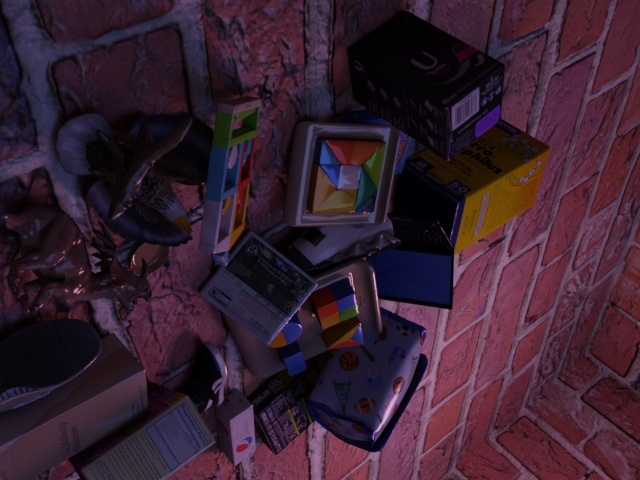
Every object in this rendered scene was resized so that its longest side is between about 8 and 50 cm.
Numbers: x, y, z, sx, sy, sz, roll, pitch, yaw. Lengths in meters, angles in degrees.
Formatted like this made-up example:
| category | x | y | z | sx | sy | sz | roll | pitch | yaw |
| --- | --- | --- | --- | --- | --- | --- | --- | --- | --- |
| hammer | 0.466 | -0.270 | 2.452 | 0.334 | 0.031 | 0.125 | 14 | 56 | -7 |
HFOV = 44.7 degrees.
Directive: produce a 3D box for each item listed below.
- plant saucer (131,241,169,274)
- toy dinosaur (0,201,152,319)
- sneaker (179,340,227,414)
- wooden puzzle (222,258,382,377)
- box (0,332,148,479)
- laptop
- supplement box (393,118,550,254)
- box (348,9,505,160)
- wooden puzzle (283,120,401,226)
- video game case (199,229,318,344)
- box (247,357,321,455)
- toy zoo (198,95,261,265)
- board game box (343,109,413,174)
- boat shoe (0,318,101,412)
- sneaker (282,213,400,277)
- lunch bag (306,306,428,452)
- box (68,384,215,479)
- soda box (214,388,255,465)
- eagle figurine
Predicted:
| category | x | y | z | sx | sy | sz | roll | pitch | yaw |
| --- | --- | --- | --- | --- | --- | --- | --- | --- | --- |
| plant saucer | -0.322 | 0.027 | 1.457 | 0.083 | 0.015 | 0.083 | -31 | 143 | -27 |
| toy dinosaur | -0.413 | 0.016 | 1.246 | 0.200 | 0.127 | 0.296 | -41 | 138 | -21 |
| sneaker | -0.278 | 0.329 | 1.749 | 0.121 | 0.079 | 0.217 | -30 | 143 | -31 |
| wooden puzzle | -0.024 | 0.206 | 1.808 | 0.347 | 0.080 | 0.322 | -19 | 144 | -5 |
| box | -0.487 | 0.318 | 1.446 | 0.311 | 0.121 | 0.148 | -28 | 142 | -32 |
| laptop | 0.188 | 0.045 | 1.862 | 0.264 | 0.234 | 0.137 | 47 | 54 | -57 |
| supplement box | 0.383 | -0.143 | 1.980 | 0.356 | 0.194 | 0.195 | -29 | 142 | -31 |
| box | 0.206 | -0.309 | 1.527 | 0.165 | 0.270 | 0.143 | -38 | 145 | -20 |
| wooden puzzle | 0.049 | -0.133 | 1.613 | 0.238 | 0.044 | 0.221 | -1 | 110 | -26 |
| video game case | -0.130 | 0.101 | 1.649 | 0.190 | 0.022 | 0.173 | 39 | 91 | -15 |
| box | -0.084 | 0.447 | 2.122 | 0.216 | 0.060 | 0.270 | -39 | 146 | -18 |
| toy zoo | -0.157 | -0.098 | 1.348 | 0.192 | 0.030 | 0.293 | -56 | 157 | -73 |
| board game box | 0.122 | -0.214 | 1.728 | 0.210 | 0.047 | 0.160 | -16 | 134 | -42 |
| boat shoe | -0.533 | 0.233 | 1.334 | 0.320 | 0.118 | 0.103 | -30 | 179 | -33 |
| sneaker | 0.000 | 0.000 | 1.751 | 0.330 | 0.146 | 0.122 | -20 | 168 | -7 |
| lunch bag | 0.135 | 0.384 | 2.114 | 0.328 | 0.239 | 0.385 | -59 | 167 | -19 |
| box | -0.372 | 0.419 | 1.585 | 0.243 | 0.213 | 0.117 | -33 | 100 | -24 |
| soda box | -0.216 | 0.479 | 1.985 | 0.074 | 0.069 | 0.216 | -30 | 143 | -29 |
| eagle figurine | -0.275 | -0.095 | 1.277 | 0.226 | 0.225 | 0.298 | -9 | -178 | 3 |
